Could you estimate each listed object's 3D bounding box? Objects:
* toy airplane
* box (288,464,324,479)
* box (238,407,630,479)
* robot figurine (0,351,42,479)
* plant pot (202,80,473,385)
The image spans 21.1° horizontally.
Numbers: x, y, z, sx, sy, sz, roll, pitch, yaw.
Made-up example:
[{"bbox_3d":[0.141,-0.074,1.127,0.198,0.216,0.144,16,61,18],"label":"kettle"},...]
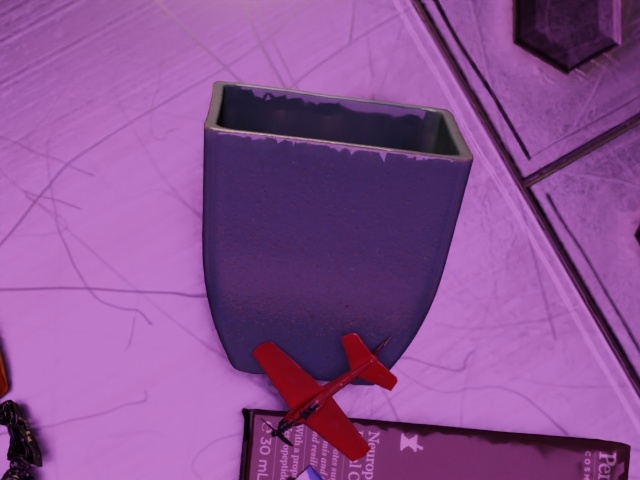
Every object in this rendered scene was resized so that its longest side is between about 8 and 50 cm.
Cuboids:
[{"bbox_3d":[0.011,0.142,1.613,0.151,0.028,0.151,1,108,5],"label":"toy airplane"},{"bbox_3d":[-0.041,0.309,1.612,0.178,0.042,0.109,-41,89,-5],"label":"box"},{"bbox_3d":[0.105,0.278,1.713,0.381,0.143,0.191,5,84,-5],"label":"box"},{"bbox_3d":[-0.395,0.175,1.715,0.211,0.085,0.291,-13,85,-5],"label":"robot figurine"},{"bbox_3d":[0.000,0.000,1.684,0.247,0.247,0.252,6,105,-3],"label":"plant pot"}]
